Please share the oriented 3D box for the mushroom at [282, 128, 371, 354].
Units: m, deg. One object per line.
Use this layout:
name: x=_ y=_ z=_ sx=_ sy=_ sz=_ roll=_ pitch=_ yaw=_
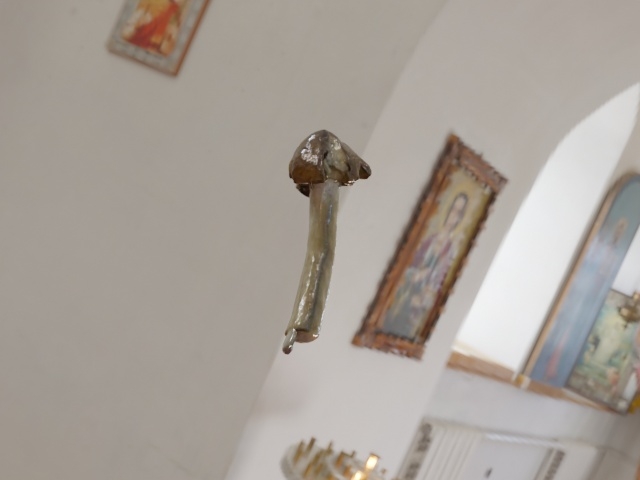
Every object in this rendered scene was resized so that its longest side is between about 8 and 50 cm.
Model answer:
mushroom: x=0.000 y=0.000 z=0.697 sx=0.061 sy=0.187 sz=0.060 roll=-10 pitch=-25 yaw=37
